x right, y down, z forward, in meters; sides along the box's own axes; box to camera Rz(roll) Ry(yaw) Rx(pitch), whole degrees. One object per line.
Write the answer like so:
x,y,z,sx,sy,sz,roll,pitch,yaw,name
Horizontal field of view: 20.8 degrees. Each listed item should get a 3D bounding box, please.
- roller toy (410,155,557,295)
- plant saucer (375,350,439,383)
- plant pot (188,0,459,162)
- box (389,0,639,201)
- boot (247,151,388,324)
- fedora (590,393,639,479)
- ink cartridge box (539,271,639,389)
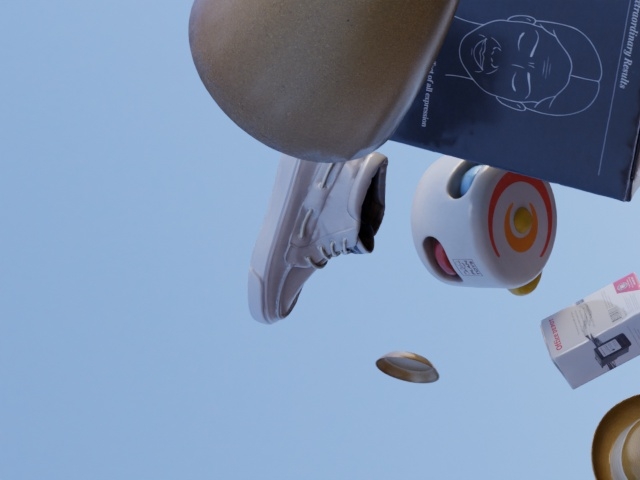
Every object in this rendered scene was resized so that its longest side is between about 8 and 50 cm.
0.235,-0.026,2.443,0.191,0.146,0.209,1,-89,-45,roller toy
0.111,0.157,2.198,0.083,0.083,0.015,41,-124,-45,plant saucer
0.031,-0.236,1.619,0.237,0.254,0.237,13,-123,-21,plant pot
0.249,-0.260,2.193,0.212,0.395,0.293,-42,-36,-56,box
0.000,0.000,2.023,0.095,0.123,0.258,-33,-39,-57,boot
0.433,0.262,2.157,0.079,0.194,0.194,113,173,-60,fedora
0.385,0.123,2.379,0.063,0.150,0.109,55,-167,-24,ink cartridge box
